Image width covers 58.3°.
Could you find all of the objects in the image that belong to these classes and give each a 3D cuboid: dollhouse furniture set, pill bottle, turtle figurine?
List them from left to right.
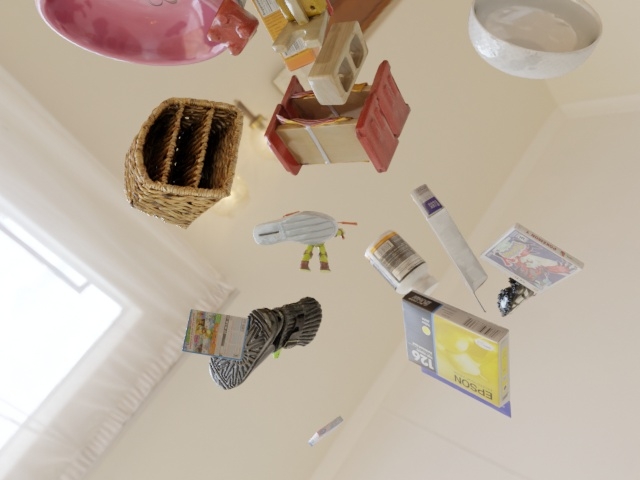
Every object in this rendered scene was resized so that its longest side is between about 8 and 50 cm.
[{"bbox_3d":[-0.022,-0.271,0.894,0.201,0.374,0.152,4,-122,32],"label":"dollhouse furniture set"},{"bbox_3d":[0.000,0.000,1.982,0.087,0.269,0.217,136,-42,-72],"label":"turtle figurine"},{"bbox_3d":[0.314,0.105,2.210,0.162,0.162,0.278,-42,-109,1],"label":"pill bottle"}]

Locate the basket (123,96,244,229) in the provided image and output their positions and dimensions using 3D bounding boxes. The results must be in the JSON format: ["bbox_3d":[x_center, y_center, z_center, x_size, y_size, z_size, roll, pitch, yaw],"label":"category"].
[{"bbox_3d":[-0.344,-0.220,1.423,0.223,0.213,0.299,-29,-136,43],"label":"basket"}]

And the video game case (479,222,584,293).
[{"bbox_3d":[0.512,0.050,1.412,0.023,0.183,0.201,-56,175,-24],"label":"video game case"}]

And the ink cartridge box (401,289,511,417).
[{"bbox_3d":[0.358,0.313,1.527,0.072,0.307,0.303,-30,-146,-33],"label":"ink cartridge box"}]

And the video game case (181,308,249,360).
[{"bbox_3d":[-0.291,0.263,1.597,0.015,0.166,0.119,99,0,-76],"label":"video game case"}]

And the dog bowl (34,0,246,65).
[{"bbox_3d":[-0.321,-0.452,1.033,0.408,0.408,0.150,-8,-101,47],"label":"dog bowl"}]

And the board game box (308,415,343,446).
[{"bbox_3d":[0.015,0.550,1.653,0.090,0.020,0.090,-26,155,-33],"label":"board game box"}]

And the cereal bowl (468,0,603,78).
[{"bbox_3d":[0.557,-0.544,1.537,0.339,0.141,0.339,1,-128,-2],"label":"cereal bowl"}]

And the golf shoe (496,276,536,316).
[{"bbox_3d":[0.568,0.154,1.628,0.094,0.198,0.077,-2,-127,-10],"label":"golf shoe"}]

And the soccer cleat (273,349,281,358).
[{"bbox_3d":[-0.207,0.377,2.149,0.179,0.060,0.072,32,-65,46],"label":"soccer cleat"}]

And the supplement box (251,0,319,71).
[{"bbox_3d":[-0.086,-0.499,1.264,0.080,0.233,0.078,-17,-147,19],"label":"supplement box"}]

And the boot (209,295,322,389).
[{"bbox_3d":[-0.162,0.318,1.776,0.348,0.260,0.131,-46,-112,27],"label":"boot"}]

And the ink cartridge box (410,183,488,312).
[{"bbox_3d":[0.392,0.009,1.693,0.071,0.330,0.324,-33,-166,9],"label":"ink cartridge box"}]

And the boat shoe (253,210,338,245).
[{"bbox_3d":[-0.074,-0.045,1.837,0.302,0.109,0.094,-3,-163,28],"label":"boat shoe"}]
